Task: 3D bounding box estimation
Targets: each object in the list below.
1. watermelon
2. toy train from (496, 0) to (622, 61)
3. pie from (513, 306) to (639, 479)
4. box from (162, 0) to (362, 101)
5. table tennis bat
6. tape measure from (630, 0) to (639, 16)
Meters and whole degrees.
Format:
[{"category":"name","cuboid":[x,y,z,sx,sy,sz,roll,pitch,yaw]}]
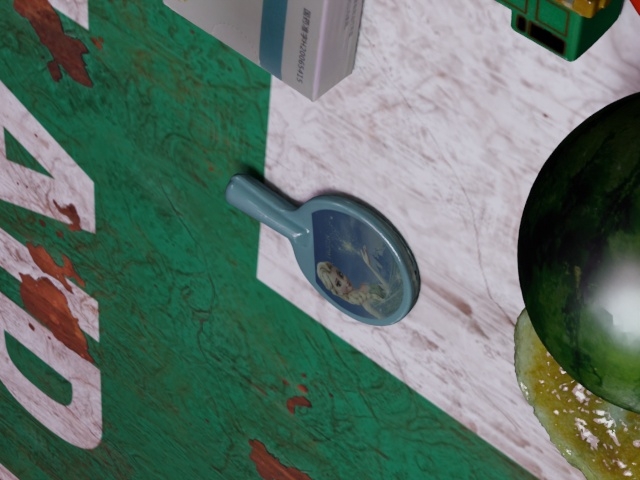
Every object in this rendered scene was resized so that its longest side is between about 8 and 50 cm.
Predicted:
[{"category":"watermelon","cuboid":[0.261,0.008,1.117,0.242,0.242,0.242,30,140,29]},{"category":"toy train","cuboid":[0.152,-0.221,1.169,0.228,0.091,0.136,33,152,26]},{"category":"pie","cuboid":[0.309,0.138,1.333,0.323,0.070,0.323,26,135,30]},{"category":"box","cuboid":[-0.044,-0.303,1.340,0.200,0.065,0.343,36,143,24]},{"category":"table tennis bat","cuboid":[0.000,0.000,1.595,0.237,0.038,0.149,33,142,21]},{"category":"tape measure","cuboid":[0.299,-0.213,0.984,0.260,0.114,0.253,10,128,49]}]
